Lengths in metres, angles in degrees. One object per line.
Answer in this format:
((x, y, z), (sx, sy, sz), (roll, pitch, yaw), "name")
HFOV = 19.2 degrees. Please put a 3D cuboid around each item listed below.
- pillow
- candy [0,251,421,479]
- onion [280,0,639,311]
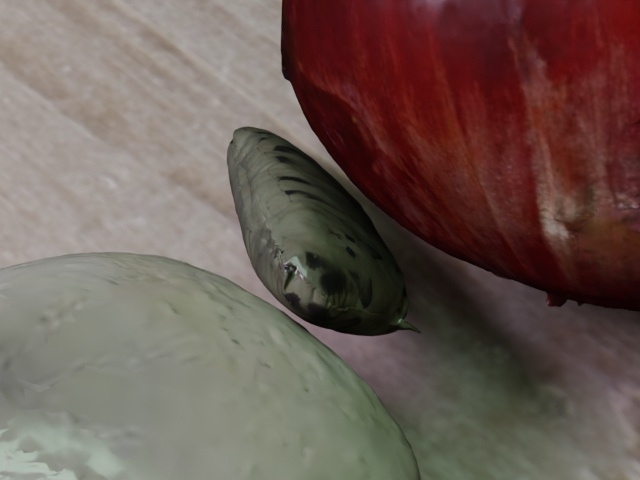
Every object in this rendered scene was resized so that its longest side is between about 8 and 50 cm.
((0.001, 0.001, 0.933), (0.051, 0.093, 0.241), (-55, 17, 9), "pillow")
((-0.105, 0.120, 0.819), (0.295, 0.185, 0.295), (-5, 45, 5), "candy")
((0.133, -0.118, 0.892), (0.341, 0.341, 0.341), (-4, 51, 6), "onion")
